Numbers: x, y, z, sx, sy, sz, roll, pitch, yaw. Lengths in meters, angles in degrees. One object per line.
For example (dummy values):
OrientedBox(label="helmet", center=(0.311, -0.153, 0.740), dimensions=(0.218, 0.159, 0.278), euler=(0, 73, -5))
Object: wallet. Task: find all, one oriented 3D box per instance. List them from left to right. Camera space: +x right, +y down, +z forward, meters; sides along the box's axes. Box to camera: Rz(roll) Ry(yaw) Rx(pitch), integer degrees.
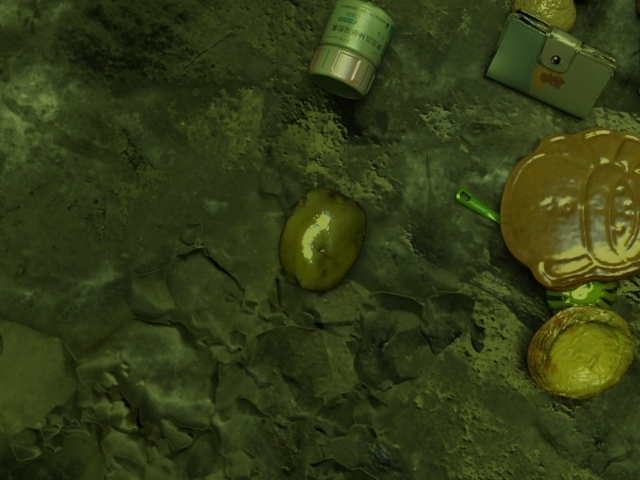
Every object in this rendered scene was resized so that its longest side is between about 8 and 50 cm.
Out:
OrientedBox(label="wallet", center=(0.449, -0.343, 1.848), dimensions=(0.231, 0.170, 0.069), euler=(27, 49, 6))

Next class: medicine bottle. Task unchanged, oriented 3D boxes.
OrientedBox(label="medicine bottle", center=(0.061, -0.378, 1.870), dimensions=(0.135, 0.135, 0.168), euler=(22, 85, 5))

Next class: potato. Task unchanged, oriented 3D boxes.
OrientedBox(label="potato", center=(0.001, 0.000, 1.818), dimensions=(0.154, 0.137, 0.200), euler=(27, 83, 5))

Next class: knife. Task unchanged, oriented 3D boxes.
OrientedBox(label="knife", center=(0.338, -0.050, 1.868), dimensions=(0.166, 0.022, 0.078), euler=(30, 69, 5))

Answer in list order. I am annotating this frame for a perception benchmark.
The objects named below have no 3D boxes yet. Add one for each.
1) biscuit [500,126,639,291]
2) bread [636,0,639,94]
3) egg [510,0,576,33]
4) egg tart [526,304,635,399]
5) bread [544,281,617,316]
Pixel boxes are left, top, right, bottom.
OrientedBox(label="biscuit", center=(0.517, -0.067, 1.803), dimensions=(0.351, 0.057, 0.312), euler=(-9, 71, 9))
OrientedBox(label="bread", center=(0.773, -0.409, 1.808), dimensions=(0.279, 0.207, 0.279), euler=(1, 81, 1))
OrientedBox(label="egg", center=(0.440, -0.455, 1.874), dimensions=(0.140, 0.116, 0.118), euler=(36, 108, 3))
OrientedBox(label="egg tart", center=(0.482, 0.200, 1.771), dimensions=(0.212, 0.090, 0.212), euler=(-3, 122, -5))
OrientedBox(label="bread", center=(0.502, 0.095, 1.822), dimensions=(0.139, 0.071, 0.130), euler=(-14, 87, 0))
